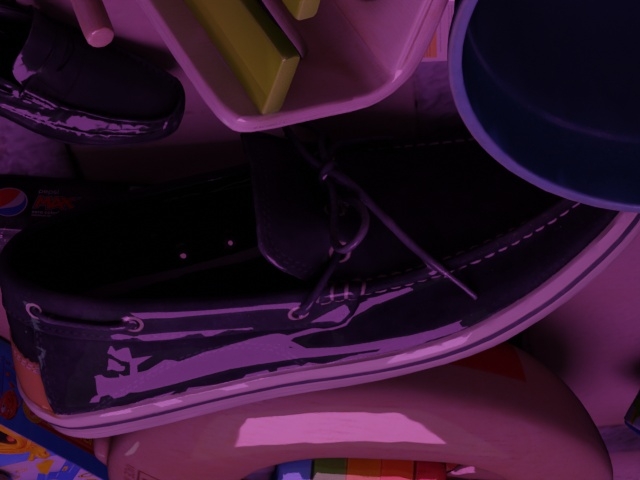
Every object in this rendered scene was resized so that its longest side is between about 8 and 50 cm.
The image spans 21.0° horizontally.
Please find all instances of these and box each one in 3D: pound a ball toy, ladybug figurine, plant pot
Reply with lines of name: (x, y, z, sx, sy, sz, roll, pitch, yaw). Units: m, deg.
pound a ball toy: (-0.064, -0.195, 0.938, 0.135, 0.319, 0.208, -16, 147, -30)
ladybug figurine: (0.029, 0.167, 1.506, 0.449, 0.162, 0.305, 6, 144, -9)
plant pot: (0.196, -0.196, 0.933, 0.271, 0.255, 0.272, -1, 144, -1)

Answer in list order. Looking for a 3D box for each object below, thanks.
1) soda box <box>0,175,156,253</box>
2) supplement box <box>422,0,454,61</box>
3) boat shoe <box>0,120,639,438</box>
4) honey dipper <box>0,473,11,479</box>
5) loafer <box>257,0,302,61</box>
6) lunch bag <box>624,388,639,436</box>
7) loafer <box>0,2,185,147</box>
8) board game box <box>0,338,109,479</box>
soda box: (-0.212, -0.012, 1.351, 0.168, 0.053, 0.060, 4, 144, -5)
supplement box: (0.072, -0.154, 1.173, 0.098, 0.036, 0.062, -2, 144, 2)
boat shoe: (0.000, 0.000, 1.242, 0.500, 0.187, 0.156, -16, 127, 5)
honey dipper: (-0.341, 0.253, 1.587, 0.160, 0.030, 0.030, -29, 135, 36)
loafer: (-0.036, -0.168, 1.135, 0.080, 0.078, 0.220, -34, 156, -11)
lunch bag: (0.396, 0.185, 1.530, 0.219, 0.176, 0.090, 24, 94, -26)
loafer: (-0.198, -0.120, 1.183, 0.223, 0.076, 0.078, 14, 149, -13)
board game box: (-0.377, 0.193, 1.601, 0.308, 0.086, 0.302, -25, 138, 30)
